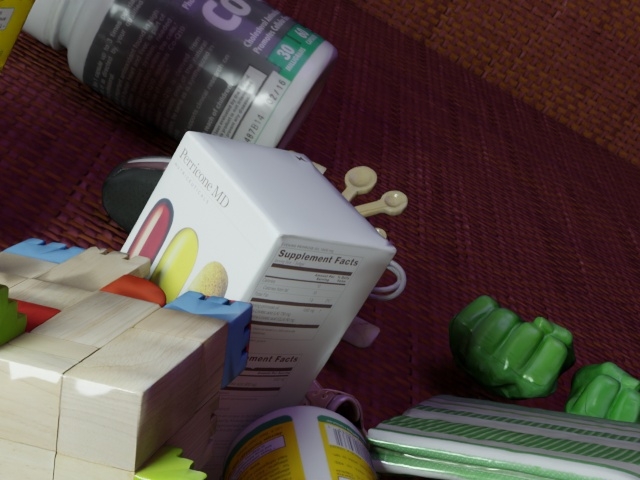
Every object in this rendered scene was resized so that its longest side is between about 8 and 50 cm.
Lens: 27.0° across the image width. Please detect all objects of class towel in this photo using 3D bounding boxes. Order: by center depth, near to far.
[{"bbox_3d":[0.184,0.183,1.183,0.248,0.038,0.325,6,1,14],"label":"towel"}]

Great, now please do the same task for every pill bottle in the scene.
[{"bbox_3d":[-0.005,0.222,0.953,0.117,0.117,0.208,23,22,-21],"label":"pill bottle"},{"bbox_3d":[-0.179,-0.242,1.637,0.361,0.204,0.204,31,21,1],"label":"pill bottle"}]

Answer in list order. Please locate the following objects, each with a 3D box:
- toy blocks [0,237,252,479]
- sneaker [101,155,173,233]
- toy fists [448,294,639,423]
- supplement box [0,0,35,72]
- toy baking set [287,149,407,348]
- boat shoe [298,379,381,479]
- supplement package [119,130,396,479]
[{"bbox_3d":[-0.203,0.073,0.890,0.381,0.190,0.261,11,15,14],"label":"toy blocks"},{"bbox_3d":[-0.116,0.020,1.288,0.281,0.106,0.162,21,40,14],"label":"sneaker"},{"bbox_3d":[0.261,0.156,1.427,0.279,0.096,0.142,35,-5,7],"label":"toy fists"},{"bbox_3d":[-0.362,-0.152,0.965,0.194,0.356,0.195,38,21,15],"label":"supplement box"},{"bbox_3d":[-0.007,-0.001,1.403,0.197,0.030,0.256,0,52,6],"label":"toy baking set"},{"bbox_3d":[0.013,0.163,1.191,0.063,0.059,0.170,15,27,-37],"label":"boat shoe"},{"bbox_3d":[-0.079,0.057,1.042,0.134,0.244,0.139,8,31,-47],"label":"supplement package"}]
